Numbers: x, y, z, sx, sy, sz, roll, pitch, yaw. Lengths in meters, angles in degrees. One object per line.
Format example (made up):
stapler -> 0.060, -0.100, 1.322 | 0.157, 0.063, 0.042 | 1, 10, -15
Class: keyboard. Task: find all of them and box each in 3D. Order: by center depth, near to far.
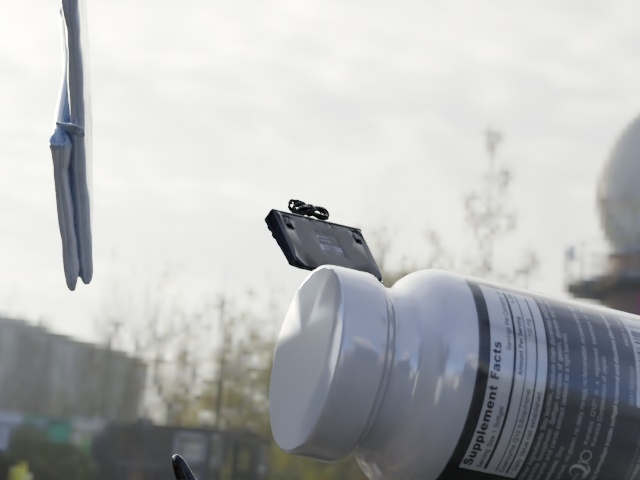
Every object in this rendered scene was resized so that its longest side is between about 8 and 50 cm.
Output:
keyboard -> 0.000, 0.000, 2.043 | 0.023, 0.108, 0.180 | -37, -26, 25

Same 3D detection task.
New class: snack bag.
snack bag -> -0.253, -0.174, 1.783 | 0.037, 0.342, 0.323 | -2, 34, -6

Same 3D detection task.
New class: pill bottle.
pill bottle -> 0.152, 0.142, 1.599 | 0.363, 0.210, 0.210 | 13, -11, -19

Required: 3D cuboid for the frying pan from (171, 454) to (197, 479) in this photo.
frying pan -> -0.083, 0.401, 1.879 | 0.053, 0.326, 0.197 | -16, -30, -30
